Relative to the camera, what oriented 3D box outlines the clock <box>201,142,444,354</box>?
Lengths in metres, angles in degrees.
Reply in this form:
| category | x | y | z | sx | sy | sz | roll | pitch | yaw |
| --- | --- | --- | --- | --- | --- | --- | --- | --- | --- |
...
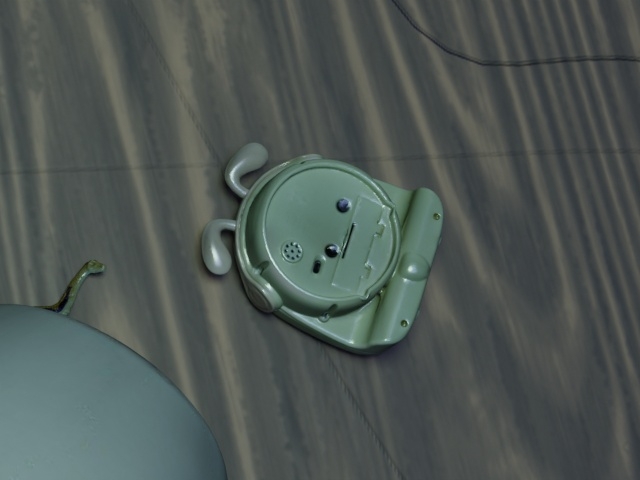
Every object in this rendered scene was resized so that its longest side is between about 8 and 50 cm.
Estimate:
| category | x | y | z | sx | sy | sz | roll | pitch | yaw |
| --- | --- | --- | --- | --- | --- | --- | --- | --- | --- |
| clock | 0.000 | 0.000 | 1.474 | 0.191 | 0.062 | 0.151 | 22 | 69 | -12 |

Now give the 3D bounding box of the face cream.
| category | x | y | z | sx | sy | sz | roll | pitch | yaw |
| --- | --- | --- | --- | --- | --- | --- | --- | --- | --- |
| face cream | -0.233 | 0.231 | 1.174 | 0.312 | 0.219 | 0.357 | 38 | 53 | -6 |

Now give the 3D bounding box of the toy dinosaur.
| category | x | y | z | sx | sy | sz | roll | pitch | yaw |
| --- | --- | --- | --- | --- | --- | --- | --- | --- | --- |
| toy dinosaur | -0.233 | 0.080 | 1.386 | 0.180 | 0.037 | 0.058 | -32 | 64 | -31 |
